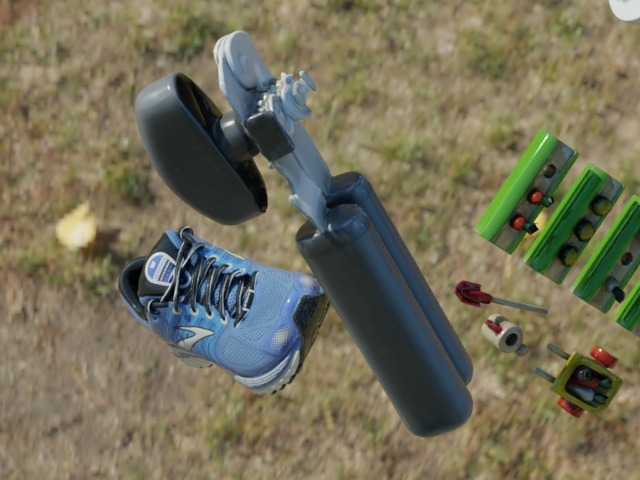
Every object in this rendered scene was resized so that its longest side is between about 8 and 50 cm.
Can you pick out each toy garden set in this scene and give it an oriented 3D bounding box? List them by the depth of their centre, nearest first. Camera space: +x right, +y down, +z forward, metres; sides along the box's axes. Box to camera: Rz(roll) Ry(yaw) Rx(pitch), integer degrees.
[{"bbox_3d":[0.233,0.045,1.615,0.244,0.204,0.049,30,6,-35],"label":"toy garden set"}]

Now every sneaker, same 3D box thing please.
[{"bbox_3d":[-0.111,0.067,1.821,0.147,0.330,0.130,34,71,-28],"label":"sneaker"}]

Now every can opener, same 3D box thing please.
[{"bbox_3d":[0.000,0.000,1.038,0.280,0.093,0.074,54,23,-25],"label":"can opener"}]

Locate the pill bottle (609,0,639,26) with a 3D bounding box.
[{"bbox_3d":[0.375,-0.214,1.592,0.221,0.121,0.121,13,52,-24],"label":"pill bottle"}]
